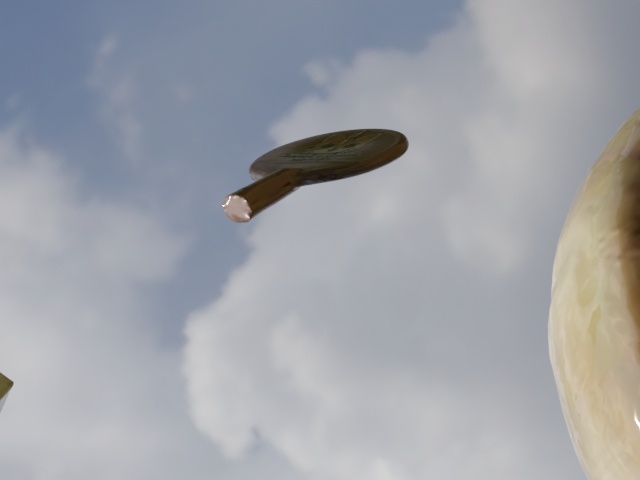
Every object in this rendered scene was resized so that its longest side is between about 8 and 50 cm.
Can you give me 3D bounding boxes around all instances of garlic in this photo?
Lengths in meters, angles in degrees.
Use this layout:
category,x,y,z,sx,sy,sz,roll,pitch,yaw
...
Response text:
category,x,y,z,sx,sy,sz,roll,pitch,yaw
garlic,0.219,0.006,0.804,0.196,0.151,0.338,32,-124,22

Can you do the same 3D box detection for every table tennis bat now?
category,x,y,z,sx,sy,sz,roll,pitch,yaw
table tennis bat,0.000,0.000,1.321,0.170,0.107,0.119,-31,-65,-52

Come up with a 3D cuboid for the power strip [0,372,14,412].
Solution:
category,x,y,z,sx,sy,sz,roll,pitch,yaw
power strip,-0.272,0.162,1.322,0.035,0.081,0.192,33,-133,4
